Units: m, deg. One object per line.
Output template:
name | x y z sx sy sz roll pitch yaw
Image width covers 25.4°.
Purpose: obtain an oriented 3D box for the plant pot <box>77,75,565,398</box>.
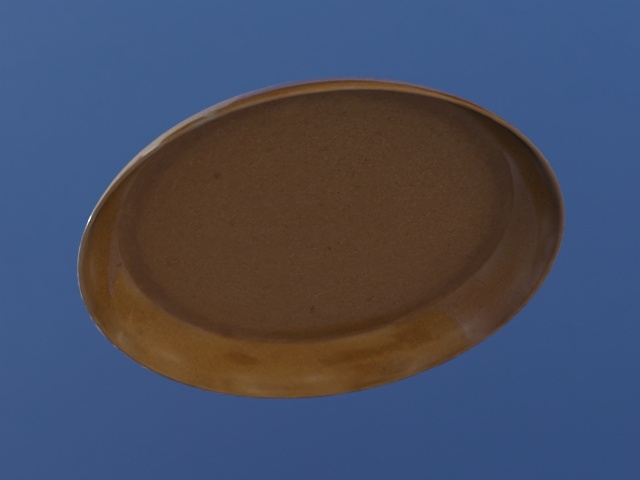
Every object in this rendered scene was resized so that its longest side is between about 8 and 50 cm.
plant pot | 0.000 0.000 0.696 0.236 0.236 0.032 11 -134 -24
